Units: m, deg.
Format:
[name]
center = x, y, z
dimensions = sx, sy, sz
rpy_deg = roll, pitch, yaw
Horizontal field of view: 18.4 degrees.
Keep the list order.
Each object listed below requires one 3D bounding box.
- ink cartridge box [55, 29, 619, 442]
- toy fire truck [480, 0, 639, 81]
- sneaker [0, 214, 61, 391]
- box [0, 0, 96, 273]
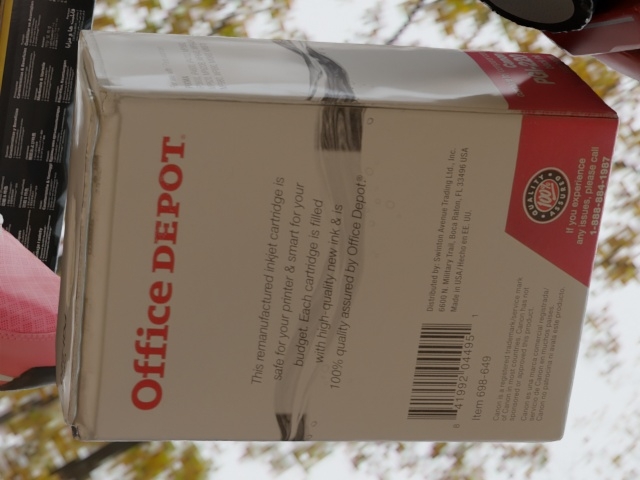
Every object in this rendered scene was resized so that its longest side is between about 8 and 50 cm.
[ink cartridge box]
center = 0.000, 0.000, 0.845
dimensions = 0.218, 0.092, 0.159
rpy_deg = 1, -67, -14
[toy fire truck]
center = 0.221, -0.123, 0.824
dimensions = 0.246, 0.158, 0.217
rpy_deg = 35, -22, -31
[sneaker]
center = -0.245, -0.036, 1.070
dimensions = 0.314, 0.116, 0.136
rpy_deg = 33, -64, -1
[box]
center = -0.269, -0.089, 1.468
dimensions = 0.257, 0.079, 0.322
rpy_deg = 22, -76, 57
